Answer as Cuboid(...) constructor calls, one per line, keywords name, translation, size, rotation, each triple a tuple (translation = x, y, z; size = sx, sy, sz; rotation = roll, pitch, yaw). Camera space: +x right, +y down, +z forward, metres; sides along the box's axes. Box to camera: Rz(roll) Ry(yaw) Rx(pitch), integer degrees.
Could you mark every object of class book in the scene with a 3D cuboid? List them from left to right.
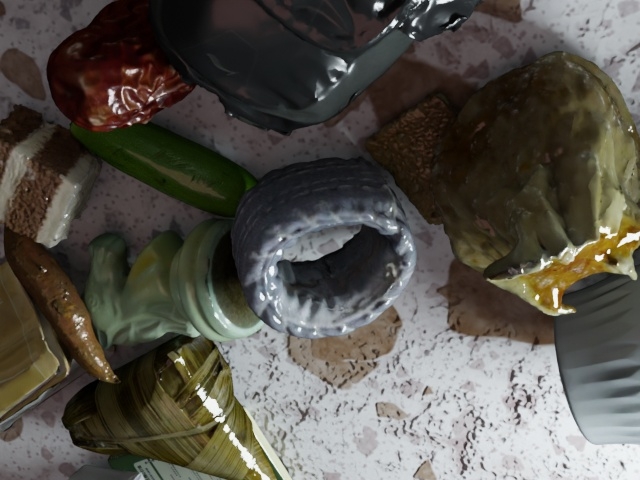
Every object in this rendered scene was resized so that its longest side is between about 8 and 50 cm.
Cuboid(name="book", translation=(-0.180, 0.382, 2.132), size=(0.264, 0.027, 0.202), rotation=(-23, 111, 24))

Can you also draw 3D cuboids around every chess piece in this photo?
Cuboid(name="chess piece", translation=(-0.227, 0.065, 1.914), size=(0.298, 0.176, 0.176), rotation=(-8, 117, 33))

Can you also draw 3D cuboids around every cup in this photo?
Cuboid(name="cup", translation=(0.500, 0.131, 1.687), size=(0.371, 0.253, 0.253), rotation=(-15, 114, 23))

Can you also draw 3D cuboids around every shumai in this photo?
Cuboid(name="shumai", translation=(0.269, -0.057, 1.624), size=(0.267, 0.262, 0.314), rotation=(14, 111, -3))

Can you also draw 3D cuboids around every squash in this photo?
Cuboid(name="squash", translation=(-0.210, -0.107, 1.835), size=(0.292, 0.082, 0.082), rotation=(26, 122, 0))

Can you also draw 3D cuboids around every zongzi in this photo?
Cuboid(name="zongzi", translation=(-0.219, 0.306, 2.032), size=(0.286, 0.134, 0.288), rotation=(-27, 102, 30))

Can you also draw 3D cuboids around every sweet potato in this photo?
Cuboid(name="sweet potato", translation=(-0.382, 0.077, 1.938), size=(0.066, 0.072, 0.314), rotation=(-33, 86, -11))

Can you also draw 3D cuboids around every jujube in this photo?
Cuboid(name="jujube", translation=(-0.248, -0.221, 1.702), size=(0.155, 0.230, 0.155), rotation=(16, 124, 25))

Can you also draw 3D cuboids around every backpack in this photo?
Cuboid(name="backpack", translation=(-0.007, -0.328, 1.568), size=(0.363, 0.255, 0.446), rotation=(41, 106, -11))

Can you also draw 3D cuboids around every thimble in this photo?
Cuboid(name="thimble", translation=(0.000, 0.000, 1.765), size=(0.236, 0.172, 0.205), rotation=(-34, 121, 11))

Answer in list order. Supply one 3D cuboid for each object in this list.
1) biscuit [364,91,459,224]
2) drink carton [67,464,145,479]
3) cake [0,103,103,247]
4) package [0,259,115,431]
Cuboid(name="biscuit", translation=(0.178, -0.078, 1.785), size=(0.131, 0.026, 0.237), rotation=(-34, 107, 28))
Cuboid(name="drink carton", translation=(-0.319, 0.477, 2.156), size=(0.134, 0.102, 0.222), rotation=(-1, 123, 34))
Cuboid(name="cake", translation=(-0.390, -0.089, 1.861), size=(0.147, 0.135, 0.135), rotation=(24, 119, 1))
Cuboid(name="package", translation=(-0.500, 0.199, 2.034), size=(0.311, 0.165, 0.221), rotation=(-34, 106, 27))
